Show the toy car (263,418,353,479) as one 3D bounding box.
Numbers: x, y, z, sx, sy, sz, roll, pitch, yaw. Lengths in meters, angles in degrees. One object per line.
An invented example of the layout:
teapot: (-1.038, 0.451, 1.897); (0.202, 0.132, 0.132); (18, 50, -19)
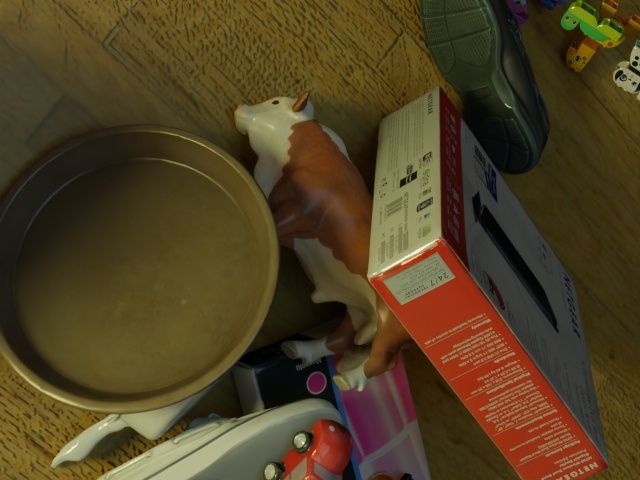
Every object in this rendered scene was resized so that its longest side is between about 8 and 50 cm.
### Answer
toy car: (-0.056, 0.303, 1.240); (0.239, 0.053, 0.225); (-23, 130, -11)

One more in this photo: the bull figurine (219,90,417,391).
bull figurine: (0.000, 0.000, 1.274); (0.188, 0.101, 0.310); (-44, 97, -24)

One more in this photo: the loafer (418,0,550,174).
loafer: (0.188, -0.205, 1.419); (0.084, 0.096, 0.268); (-47, 122, -41)

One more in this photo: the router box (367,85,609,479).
router box: (0.168, 0.041, 1.294); (0.082, 0.335, 0.301); (-30, 114, 20)

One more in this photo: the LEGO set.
LEGO set: (0.294, -0.238, 1.467); (0.227, 0.093, 0.087); (33, 39, -1)

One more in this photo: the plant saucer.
plant saucer: (-0.173, 0.026, 1.162); (0.277, 0.041, 0.278); (-1, 69, 4)

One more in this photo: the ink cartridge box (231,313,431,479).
ink cartridge box: (0.032, 0.273, 1.369); (0.175, 0.069, 0.371); (-20, 105, -27)

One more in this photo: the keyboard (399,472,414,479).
keyboard: (0.051, 0.328, 1.335); (0.180, 0.023, 0.108); (-52, 121, -17)

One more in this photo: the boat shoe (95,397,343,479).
boat shoe: (-0.106, 0.209, 1.242); (0.258, 0.084, 0.095); (-22, 131, -13)

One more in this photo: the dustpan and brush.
dustpan and brush: (-0.168, 0.161, 1.223); (0.211, 0.147, 0.060); (-45, 85, 0)
